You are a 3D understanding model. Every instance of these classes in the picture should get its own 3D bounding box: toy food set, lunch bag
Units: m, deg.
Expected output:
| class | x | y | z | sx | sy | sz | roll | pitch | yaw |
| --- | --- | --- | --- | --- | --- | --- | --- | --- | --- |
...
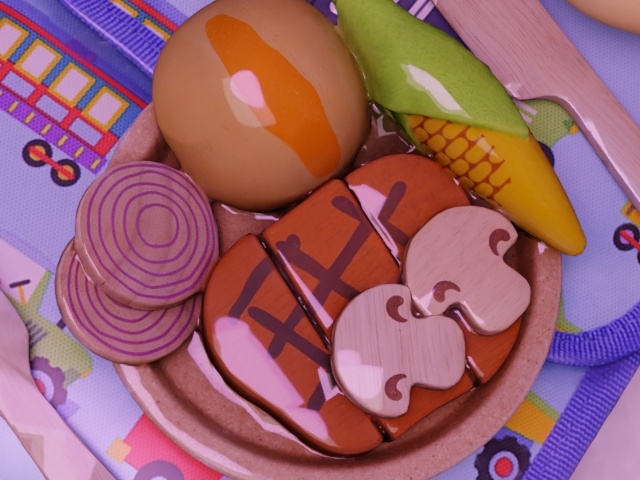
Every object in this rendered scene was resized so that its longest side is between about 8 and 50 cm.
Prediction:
| class | x | y | z | sx | sy | sz | roll | pitch | yaw |
| --- | --- | --- | --- | --- | --- | --- | --- | --- | --- |
| toy food set | 0.000 | 0.000 | 0.424 | 0.192 | 0.038 | 0.132 | -38 | 85 | -14 |
| lunch bag | 0.002 | -0.025 | 0.506 | 0.221 | 0.138 | 0.293 | 35 | 85 | 4 |

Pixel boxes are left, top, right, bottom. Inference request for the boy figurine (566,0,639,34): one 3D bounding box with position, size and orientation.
| class | x | y | z | sx | sy | sz | roll | pitch | yaw |
| --- | --- | --- | --- | --- | --- | --- | --- | --- | --- |
| boy figurine | 0.111 | -0.118 | 0.444 | 0.177 | 0.092 | 0.285 | -10 | 75 | -20 |
